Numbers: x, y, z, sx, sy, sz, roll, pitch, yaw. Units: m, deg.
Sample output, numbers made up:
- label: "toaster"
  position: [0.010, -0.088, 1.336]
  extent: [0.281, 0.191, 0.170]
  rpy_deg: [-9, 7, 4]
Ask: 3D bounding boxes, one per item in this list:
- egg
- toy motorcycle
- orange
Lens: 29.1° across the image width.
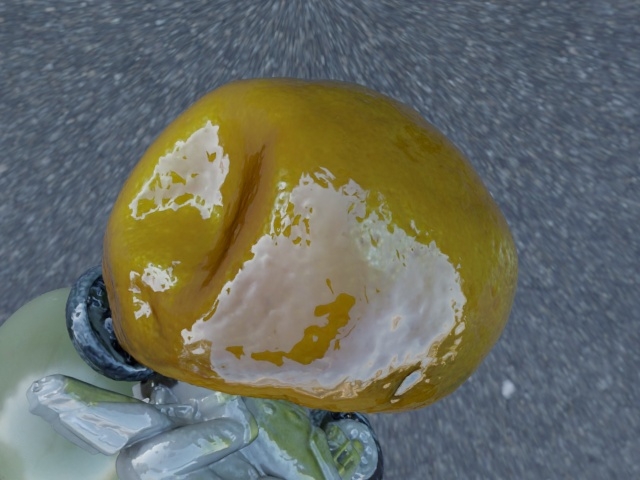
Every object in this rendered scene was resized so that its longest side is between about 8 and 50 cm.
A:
- label: "egg"
  position: [-0.236, 0.144, 1.179]
  extent: [0.185, 0.242, 0.186]
  rpy_deg: [0, 127, -1]
- label: "toy motorcycle"
  position: [-0.078, 0.167, 0.968]
  extent: [0.107, 0.223, 0.340]
  rpy_deg: [-28, 126, 38]
- label: "orange"
  position: [0.000, 0.000, 0.731]
  extent: [0.248, 0.249, 0.183]
  rpy_deg: [10, 90, -3]
